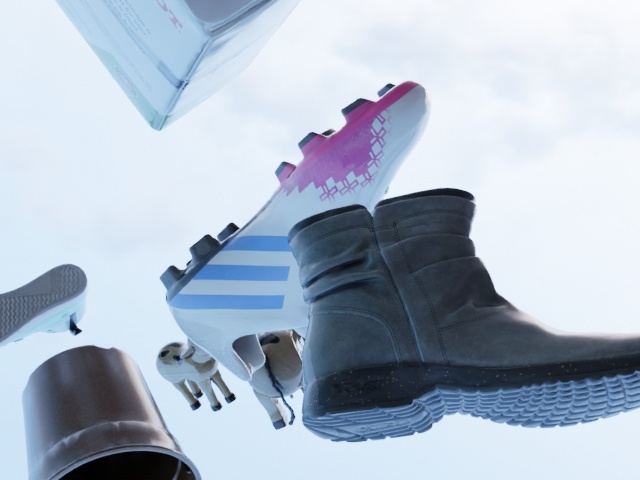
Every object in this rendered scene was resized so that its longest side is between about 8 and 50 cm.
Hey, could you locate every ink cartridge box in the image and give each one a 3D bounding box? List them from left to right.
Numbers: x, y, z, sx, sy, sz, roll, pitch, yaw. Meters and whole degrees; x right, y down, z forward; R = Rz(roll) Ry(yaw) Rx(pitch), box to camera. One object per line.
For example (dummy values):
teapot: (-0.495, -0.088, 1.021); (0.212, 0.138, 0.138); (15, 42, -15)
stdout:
ink cartridge box: (-0.092, -0.164, 0.559); (0.087, 0.208, 0.153); (-37, -84, -17)

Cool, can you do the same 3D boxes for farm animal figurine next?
farm animal figurine: (-0.086, 0.144, 1.474); (0.330, 0.172, 0.327); (-31, -157, -6)

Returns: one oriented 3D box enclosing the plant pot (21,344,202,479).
plant pot: (-0.218, 0.201, 0.979); (0.167, 0.167, 0.165); (-8, -140, -20)

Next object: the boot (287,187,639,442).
boot: (0.098, 0.033, 0.630); (0.246, 0.083, 0.161); (-6, -118, 8)

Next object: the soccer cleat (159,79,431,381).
soccer cleat: (0.000, 0.000, 0.881); (0.143, 0.331, 0.116); (50, -151, 2)

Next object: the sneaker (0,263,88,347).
sneaker: (-0.485, 0.137, 1.578); (0.256, 0.151, 0.094); (-23, -110, -18)
